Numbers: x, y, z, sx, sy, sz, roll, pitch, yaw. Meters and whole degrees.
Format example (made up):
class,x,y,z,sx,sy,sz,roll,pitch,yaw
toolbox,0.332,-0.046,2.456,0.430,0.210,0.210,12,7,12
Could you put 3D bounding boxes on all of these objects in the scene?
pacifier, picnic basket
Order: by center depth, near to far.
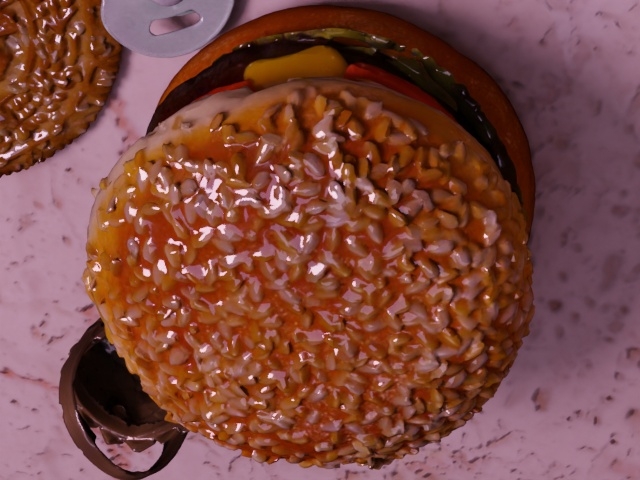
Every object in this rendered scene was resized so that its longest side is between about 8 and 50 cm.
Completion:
class,x,y,z,sx,sy,sz,roll,pitch,yaw
pacifier,-0.113,-0.203,1.019,0.127,0.116,0.150,-12,114,-8
picnic basket,-0.159,0.125,1.176,0.138,0.178,0.128,-34,104,29

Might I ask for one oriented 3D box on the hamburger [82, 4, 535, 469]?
class,x,y,z,sx,sy,sz,roll,pitch,yaw
hamburger,0.000,0.000,1.021,0.330,0.250,0.330,7,121,12

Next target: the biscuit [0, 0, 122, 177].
class,x,y,z,sx,sy,sz,roll,pitch,yaw
biscuit,-0.305,-0.165,1.077,0.305,0.038,0.305,-3,129,-4
